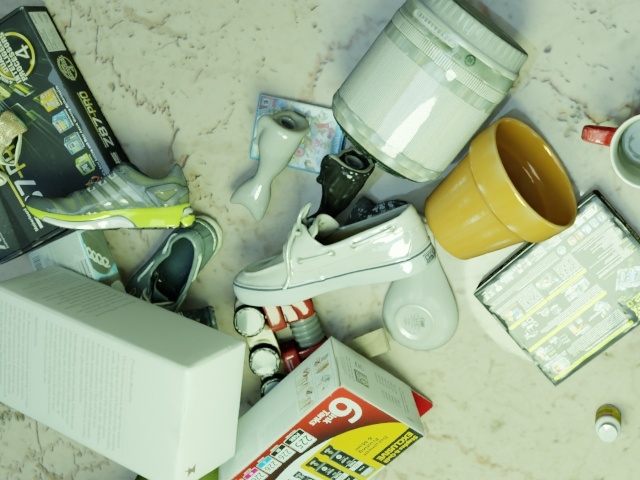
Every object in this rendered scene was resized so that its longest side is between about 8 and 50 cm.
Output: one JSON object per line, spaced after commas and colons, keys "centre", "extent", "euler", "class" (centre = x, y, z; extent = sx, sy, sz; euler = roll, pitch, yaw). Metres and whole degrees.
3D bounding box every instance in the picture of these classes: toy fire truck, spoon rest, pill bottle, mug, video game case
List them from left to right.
{"centre": [-0.039, -0.187, 1.776], "extent": [0.166, 0.015, 0.119], "euler": [14, 105, 13], "class": "video game case"}
{"centre": [-0.015, 0.168, 1.790], "extent": [0.246, 0.158, 0.217], "euler": [-20, 101, 0], "class": "toy fire truck"}
{"centre": [0.174, 0.071, 1.743], "extent": [0.137, 0.084, 0.276], "euler": [5, 116, 17], "class": "spoon rest"}
{"centre": [0.487, 0.312, 1.685], "extent": [0.043, 0.083, 0.043], "euler": [3, 102, 16], "class": "pill bottle"}
{"centre": [0.494, -0.159, 1.539], "extent": [0.150, 0.169, 0.113], "euler": [43, 110, 5], "class": "mug"}

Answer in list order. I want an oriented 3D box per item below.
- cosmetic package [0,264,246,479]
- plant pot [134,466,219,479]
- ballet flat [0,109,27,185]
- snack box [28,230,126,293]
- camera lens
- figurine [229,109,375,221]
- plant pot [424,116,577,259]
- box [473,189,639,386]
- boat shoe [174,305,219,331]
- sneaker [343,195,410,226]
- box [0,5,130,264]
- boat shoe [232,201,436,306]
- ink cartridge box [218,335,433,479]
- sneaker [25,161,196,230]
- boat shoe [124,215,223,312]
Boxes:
{"centre": [-0.362, 0.224, 1.722], "extent": [0.453, 0.161, 0.230], "euler": [19, 113, 29], "class": "cosmetic package"}
{"centre": [-0.249, 0.580, 1.822], "extent": [0.367, 0.353, 0.366], "euler": [3, 103, 16], "class": "plant pot"}
{"centre": [-0.598, -0.141, 1.827], "extent": [0.067, 0.073, 0.206], "euler": [29, 113, -8], "class": "ballet flat"}
{"centre": [-0.435, 0.145, 1.898], "extent": [0.187, 0.060, 0.321], "euler": [-18, 92, 43], "class": "snack box"}
{"centre": [0.168, -0.247, 1.591], "extent": [0.219, 0.219, 0.274], "euler": [40, 110, 5], "class": "camera lens"}
{"centre": [-0.043, -0.095, 1.751], "extent": [0.215, 0.092, 0.209], "euler": [31, 121, 6], "class": "figurine"}
{"centre": [0.280, -0.066, 1.622], "extent": [0.188, 0.205, 0.205], "euler": [-35, 90, 36], "class": "plant pot"}
{"centre": [0.427, 0.082, 1.669], "extent": [0.270, 0.060, 0.216], "euler": [-43, 88, 20], "class": "box"}
{"centre": [-0.229, 0.210, 1.892], "extent": [0.083, 0.065, 0.183], "euler": [-12, 122, -14], "class": "boat shoe"}
{"centre": [0.085, -0.009, 1.756], "extent": [0.089, 0.051, 0.170], "euler": [31, 105, 13], "class": "sneaker"}
{"centre": [-0.567, -0.197, 1.889], "extent": [0.318, 0.097, 0.395], "euler": [-25, 95, 21], "class": "box"}
{"centre": [-0.001, 0.004, 1.659], "extent": [0.367, 0.136, 0.156], "euler": [-11, 112, 27], "class": "boat shoe"}
{"centre": [0.020, 0.360, 1.750], "extent": [0.272, 0.130, 0.309], "euler": [34, 115, -28], "class": "ink cartridge box"}
{"centre": [-0.372, -0.079, 1.771], "extent": [0.300, 0.111, 0.121], "euler": [-1, 90, -4], "class": "sneaker"}
{"centre": [-0.305, 0.086, 1.867], "extent": [0.116, 0.099, 0.319], "euler": [41, 112, 2], "class": "boat shoe"}
